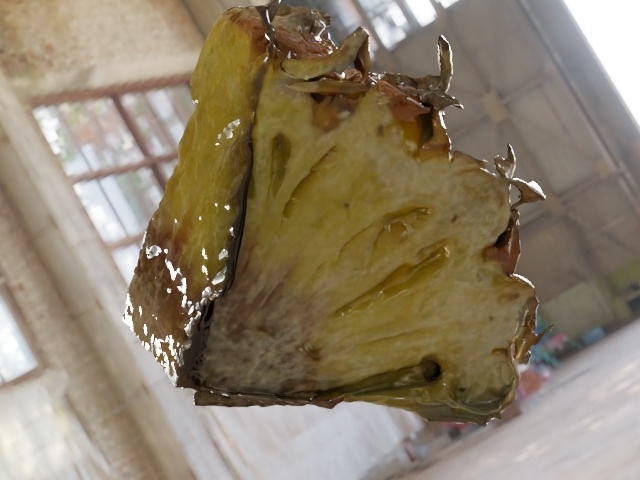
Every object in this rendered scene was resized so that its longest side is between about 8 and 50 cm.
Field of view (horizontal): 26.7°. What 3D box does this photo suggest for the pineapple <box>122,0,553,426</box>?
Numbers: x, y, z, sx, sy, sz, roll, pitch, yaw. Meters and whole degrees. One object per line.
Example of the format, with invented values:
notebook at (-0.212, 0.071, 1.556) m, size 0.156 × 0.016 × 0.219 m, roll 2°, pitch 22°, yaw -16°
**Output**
pineapple at (0.000, 0.000, 0.620) m, size 0.186 × 0.236 × 0.114 m, roll -42°, pitch 31°, yaw -5°
